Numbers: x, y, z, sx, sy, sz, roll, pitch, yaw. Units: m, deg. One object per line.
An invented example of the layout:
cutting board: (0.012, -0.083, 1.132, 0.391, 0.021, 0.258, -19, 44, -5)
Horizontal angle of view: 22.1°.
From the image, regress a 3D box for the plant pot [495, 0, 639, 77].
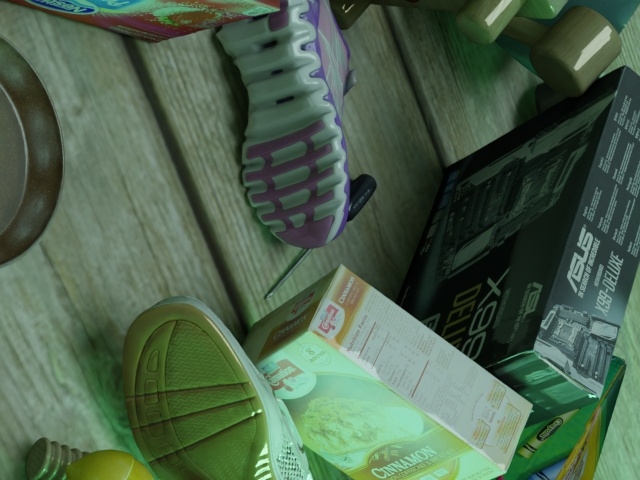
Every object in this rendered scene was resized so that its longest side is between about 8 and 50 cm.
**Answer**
plant pot: (0.209, -0.311, 1.521, 0.195, 0.290, 0.290, 27, 56, -6)

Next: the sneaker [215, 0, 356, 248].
sneaker: (-0.012, -0.113, 1.320, 0.104, 0.095, 0.236, -13, 92, -59)

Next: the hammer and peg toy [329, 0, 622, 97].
hammer and peg toy: (0.074, -0.244, 1.337, 0.127, 0.266, 0.361, -51, 125, -17)

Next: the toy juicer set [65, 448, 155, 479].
toy juicer set: (-0.161, 0.236, 1.018, 0.329, 0.089, 0.209, 10, 95, -48)

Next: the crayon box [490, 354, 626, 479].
crayon box: (0.164, 0.225, 1.413, 0.278, 0.081, 0.165, -47, 153, -45)

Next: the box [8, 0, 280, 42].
box: (-0.156, -0.227, 1.127, 0.257, 0.128, 0.122, 10, 75, -50)

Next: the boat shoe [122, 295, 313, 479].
boat shoe: (-0.066, 0.144, 1.200, 0.096, 0.098, 0.277, -78, 153, -57)

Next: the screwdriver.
screwdriver: (0.000, 0.000, 1.368, 0.170, 0.024, 0.025, -52, 151, -36)

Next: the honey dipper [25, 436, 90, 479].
honey dipper: (-0.127, 0.174, 1.131, 0.161, 0.030, 0.030, 26, 62, -31)

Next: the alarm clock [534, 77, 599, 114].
alarm clock: (0.274, -0.095, 1.651, 0.129, 0.064, 0.192, 37, 38, -49)

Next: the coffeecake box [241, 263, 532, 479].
coffeecake box: (0.040, 0.117, 1.242, 0.185, 0.142, 0.068, 36, 55, -13)

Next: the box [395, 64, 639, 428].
box: (0.164, 0.026, 1.376, 0.076, 0.242, 0.307, 37, 54, -18)

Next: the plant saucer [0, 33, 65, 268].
plant saucer: (-0.239, -0.061, 1.071, 0.168, 0.029, 0.168, 14, 73, -50)
